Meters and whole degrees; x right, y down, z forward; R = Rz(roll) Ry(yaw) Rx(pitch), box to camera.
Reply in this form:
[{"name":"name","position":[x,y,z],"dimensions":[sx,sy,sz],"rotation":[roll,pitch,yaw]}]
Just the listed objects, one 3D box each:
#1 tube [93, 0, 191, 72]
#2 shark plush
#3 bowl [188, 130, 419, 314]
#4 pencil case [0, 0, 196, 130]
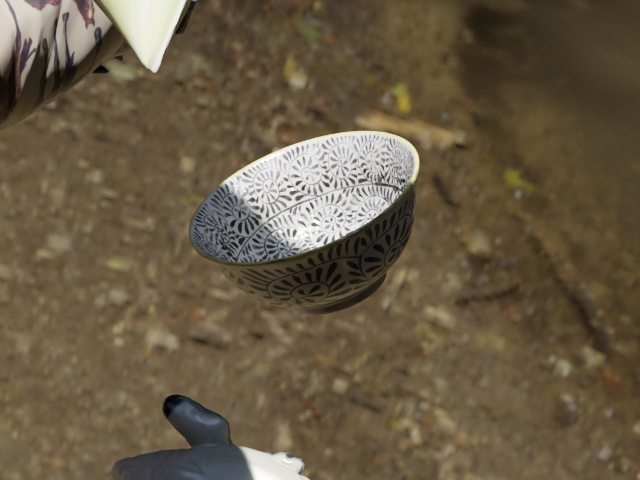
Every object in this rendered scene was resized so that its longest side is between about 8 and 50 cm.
[{"name":"tube","position":[-0.063,-0.114,0.589],"dimensions":[0.062,0.070,0.240],"rotation":[-21,20,-13]},{"name":"shark plush","position":[-0.023,0.124,0.877],"dimensions":[0.161,0.067,0.073],"rotation":[5,63,4]},{"name":"bowl","position":[0.000,0.000,1.283],"dimensions":[0.170,0.080,0.170],"rotation":[-17,27,9]},{"name":"pencil case","position":[-0.267,-0.175,1.558],"dimensions":[0.160,0.183,0.410],"rotation":[11,29,24]}]
